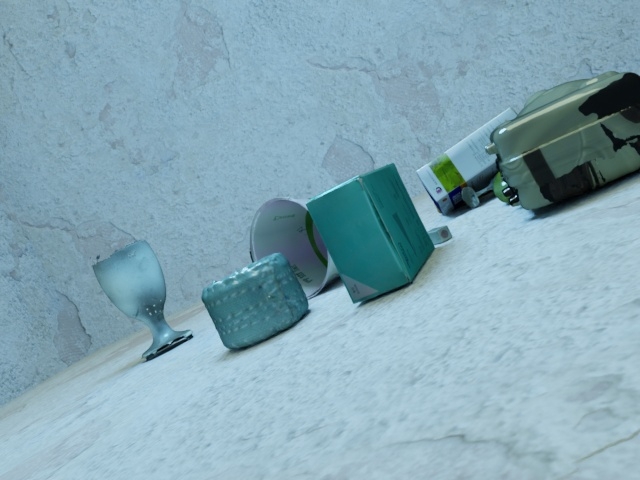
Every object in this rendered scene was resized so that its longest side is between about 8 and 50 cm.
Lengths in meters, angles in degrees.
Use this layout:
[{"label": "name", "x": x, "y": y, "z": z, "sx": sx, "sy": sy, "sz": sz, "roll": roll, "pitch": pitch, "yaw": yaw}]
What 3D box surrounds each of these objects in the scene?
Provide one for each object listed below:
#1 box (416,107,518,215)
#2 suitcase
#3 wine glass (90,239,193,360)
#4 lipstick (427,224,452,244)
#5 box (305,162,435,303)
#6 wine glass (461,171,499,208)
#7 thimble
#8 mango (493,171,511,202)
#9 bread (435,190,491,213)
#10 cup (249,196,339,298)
[{"label": "box", "x": 0.422, "y": -0.207, "z": 1.776, "sx": 0.299, "sy": 0.106, "sz": 0.200, "roll": -36, "pitch": -17, "yaw": 9}, {"label": "suitcase", "x": 0.476, "y": -0.201, "z": 1.194, "sx": 0.339, "sy": 0.194, "sz": 0.351, "roll": -23, "pitch": 4, "yaw": 15}, {"label": "wine glass", "x": -0.534, "y": 0.170, "z": 1.971, "sx": 0.190, "sy": 0.357, "sz": 0.190, "roll": -29, "pitch": 3, "yaw": 2}, {"label": "lipstick", "x": 0.238, "y": -0.006, "z": 1.434, "sx": 0.030, "sy": 0.030, "sz": 0.129, "roll": -28, "pitch": 3, "yaw": -22}, {"label": "box", "x": 0.104, "y": -0.025, "z": 1.233, "sx": 0.118, "sy": 0.205, "sz": 0.311, "roll": -27, "pitch": 2, "yaw": 20}, {"label": "wine glass", "x": 0.466, "y": -0.151, "z": 1.729, "sx": 0.198, "sy": 0.066, "sz": 0.066, "roll": -27, "pitch": 3, "yaw": -23}, {"label": "thimble", "x": -0.129, "y": 0.120, "z": 1.330, "sx": 0.198, "sy": 0.143, "sz": 0.235, "roll": -28, "pitch": 5, "yaw": -24}, {"label": "mango", "x": 0.463, "y": -0.148, "z": 1.486, "sx": 0.130, "sy": 0.092, "sz": 0.194, "roll": -20, "pitch": 15, "yaw": 48}, {"label": "bread", "x": 0.445, "y": -0.156, "z": 1.926, "sx": 0.239, "sy": 0.074, "sz": 0.092, "roll": -26, "pitch": -2, "yaw": 5}, {"label": "cup", "x": 0.000, "y": 0.000, "z": 1.637, "sx": 0.253, "sy": 0.253, "sz": 0.274, "roll": -24, "pitch": -5, "yaw": 41}]
